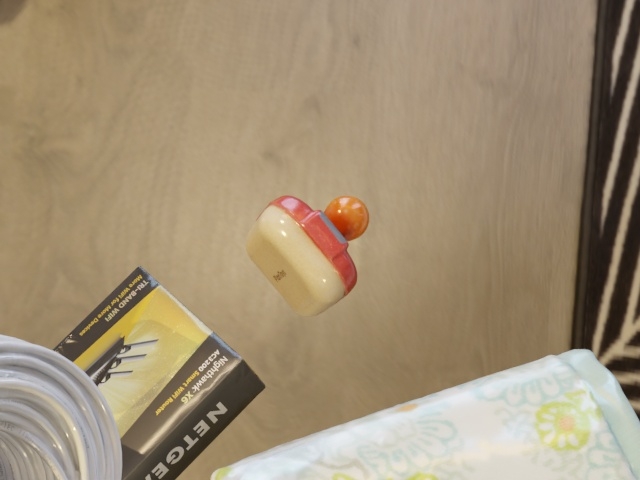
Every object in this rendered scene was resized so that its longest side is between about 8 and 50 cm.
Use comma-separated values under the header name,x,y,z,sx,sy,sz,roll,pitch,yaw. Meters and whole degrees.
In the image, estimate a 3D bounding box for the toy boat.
name,x,y,z,sx,sy,sz,roll,pitch,yaw
toy boat,0.000,0.000,1.836,0.151,0.231,0.151,-39,89,-17

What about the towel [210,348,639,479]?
name,x,y,z,sx,sy,sz,roll,pitch,yaw
towel,0.134,0.282,1.001,0.320,0.090,0.375,-14,66,-22

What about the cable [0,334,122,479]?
name,x,y,z,sx,sy,sz,roll,pitch,yaw
cable,-0.276,0.202,1.114,0.089,0.257,0.257,-2,87,44

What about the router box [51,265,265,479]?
name,x,y,z,sx,sy,sz,roll,pitch,yaw
router box,-0.261,0.215,1.828,0.309,0.081,0.243,-46,51,-10
